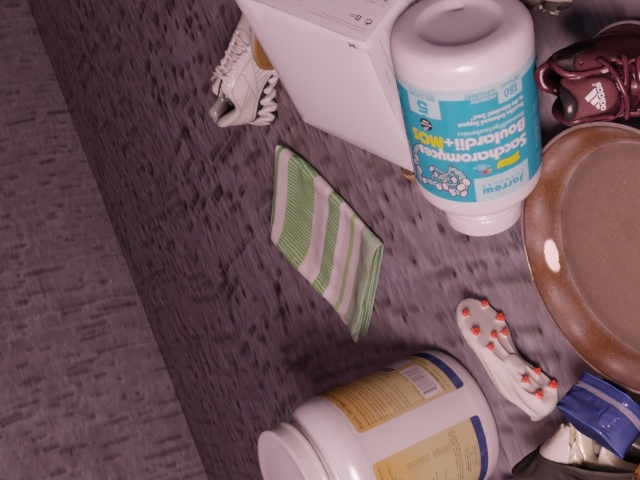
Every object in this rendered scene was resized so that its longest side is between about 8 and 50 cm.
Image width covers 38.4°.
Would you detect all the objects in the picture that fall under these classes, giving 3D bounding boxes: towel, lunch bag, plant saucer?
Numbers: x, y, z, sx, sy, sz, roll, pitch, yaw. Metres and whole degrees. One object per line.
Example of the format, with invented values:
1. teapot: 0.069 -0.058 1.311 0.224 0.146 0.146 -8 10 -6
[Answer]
1. towel: 0.000 0.000 1.681 0.325 0.038 0.247 50 147 37
2. lunch bag: 0.329 0.197 1.068 0.067 0.065 0.098 46 173 -28
3. plant saucer: 0.340 0.017 1.003 0.310 0.050 0.310 43 144 44

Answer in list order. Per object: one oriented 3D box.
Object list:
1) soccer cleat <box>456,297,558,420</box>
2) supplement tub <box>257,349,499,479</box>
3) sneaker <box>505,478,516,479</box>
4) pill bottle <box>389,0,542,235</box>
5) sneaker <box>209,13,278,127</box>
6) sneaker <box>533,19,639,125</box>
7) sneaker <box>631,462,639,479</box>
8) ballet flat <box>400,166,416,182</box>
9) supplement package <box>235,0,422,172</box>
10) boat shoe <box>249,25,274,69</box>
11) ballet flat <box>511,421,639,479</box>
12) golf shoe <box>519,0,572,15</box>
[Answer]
1. soccer cleat: 0.248 0.165 1.269 0.196 0.068 0.076 52 152 28
2. supplement tub: 0.086 0.320 1.402 0.228 0.316 0.228 43 143 45
3. sneaker: 0.302 0.417 1.351 0.135 0.052 0.058 60 156 23
4. pill bottle: 0.166 -0.128 1.005 0.146 0.146 0.264 44 160 43
5. sneaker: -0.132 -0.312 1.640 0.110 0.118 0.292 56 149 33
6. sneaker: 0.308 -0.129 0.833 0.281 0.163 0.106 27 130 56
7. sneaker: 0.439 0.204 0.896 0.296 0.131 0.111 -58 10 40
8. ballet flat: 0.197 -0.096 1.190 0.206 0.073 0.067 8 157 47
9. supplement package: 0.051 -0.236 1.112 0.204 0.145 0.262 29 164 31
10. boat shoe: -0.076 -0.416 1.487 0.096 0.098 0.277 46 137 43
11. ballet flat: 0.348 0.269 1.124 0.280 0.095 0.096 -3 95 53
12. golf shoe: 0.186 -0.345 1.032 0.273 0.105 0.120 37 123 41
